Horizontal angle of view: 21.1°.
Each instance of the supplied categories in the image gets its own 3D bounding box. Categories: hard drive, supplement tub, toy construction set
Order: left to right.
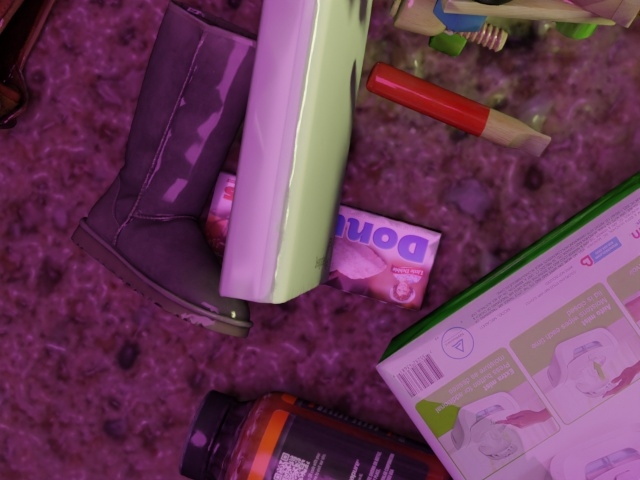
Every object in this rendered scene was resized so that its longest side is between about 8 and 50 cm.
[{"bbox_3d":[-0.004,0.178,1.304,0.198,0.106,0.106,20,100,7],"label":"supplement tub"},{"bbox_3d":[-0.003,-0.140,1.186,0.047,0.233,0.353,10,94,8],"label":"hard drive"},{"bbox_3d":[0.200,-0.192,1.188,0.237,0.257,0.309,23,121,-7],"label":"toy construction set"}]

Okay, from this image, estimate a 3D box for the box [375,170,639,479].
[{"bbox_3d":[0.214,0.103,1.249,0.262,0.127,0.231,-36,91,11],"label":"box"}]

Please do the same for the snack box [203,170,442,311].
[{"bbox_3d":[0.000,0.000,1.323,0.178,0.022,0.064,16,96,7],"label":"snack box"}]

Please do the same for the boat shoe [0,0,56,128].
[{"bbox_3d":[-0.278,-0.121,1.307,0.104,0.111,0.307,25,100,6],"label":"boat shoe"}]

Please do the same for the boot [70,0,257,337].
[{"bbox_3d":[-0.085,-0.054,1.291,0.190,0.076,0.208,33,96,25],"label":"boot"}]
